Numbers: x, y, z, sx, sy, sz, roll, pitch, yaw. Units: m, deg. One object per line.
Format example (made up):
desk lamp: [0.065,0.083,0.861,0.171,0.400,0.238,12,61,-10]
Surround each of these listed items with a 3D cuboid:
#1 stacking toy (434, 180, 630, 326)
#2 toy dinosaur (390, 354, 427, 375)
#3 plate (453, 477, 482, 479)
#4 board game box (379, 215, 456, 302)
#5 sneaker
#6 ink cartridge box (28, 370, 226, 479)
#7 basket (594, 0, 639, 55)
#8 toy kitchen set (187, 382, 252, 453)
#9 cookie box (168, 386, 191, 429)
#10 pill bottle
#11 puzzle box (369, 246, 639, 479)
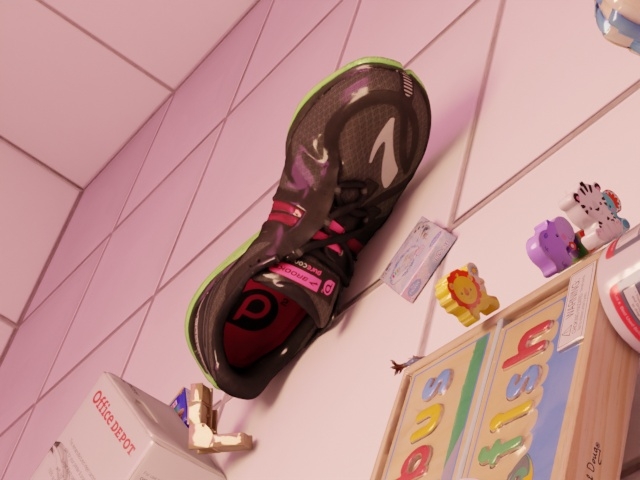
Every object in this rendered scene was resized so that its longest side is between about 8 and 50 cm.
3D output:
stacking toy: [0.218,-0.010,1.271,0.221,0.052,0.167,-24,-9,-46]
toy dinosaur: [0.111,0.122,1.502,0.082,0.047,0.090,-21,24,32]
plate: [0.071,0.251,1.037,0.188,0.024,0.188,-48,18,21]
board game box: [0.111,0.021,1.712,0.090,0.020,0.090,-55,17,2]
sneaker: [0.000,0.000,1.839,0.483,0.185,0.202,-61,22,19]
ink cartridge box: [-0.287,0.358,1.928,0.307,0.129,0.223,-56,31,2]
basket: [0.356,-0.304,1.326,0.289,0.201,0.255,-59,13,27]
toy kitchen set: [-0.120,0.225,1.870,0.075,0.068,0.083,-6,69,16]
cookie box: [-0.199,0.267,2.072,0.092,0.040,0.107,-53,17,11]
pill bottle: [0.298,0.008,1.082,0.180,0.108,0.108,-39,24,44]
puzzle box: [0.113,0.215,1.130,0.272,0.052,0.409,-38,23,44]
